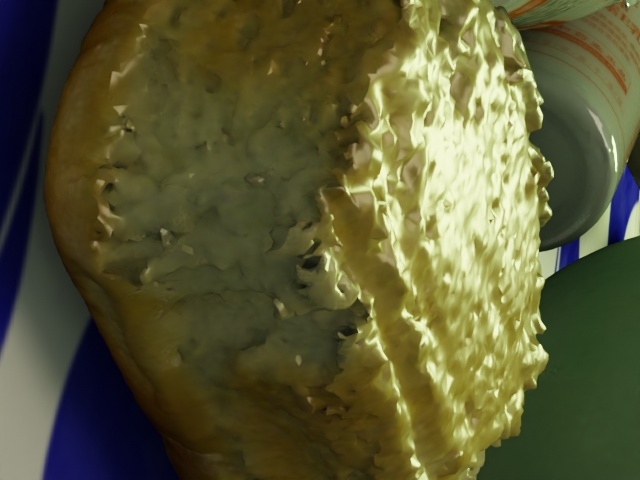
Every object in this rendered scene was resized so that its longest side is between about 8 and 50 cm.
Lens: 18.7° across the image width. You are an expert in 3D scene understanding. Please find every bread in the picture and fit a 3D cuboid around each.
[{"bbox_3d":[0.000,0.000,0.636,0.245,0.121,0.174,71,38,-53],"label":"bread"}]

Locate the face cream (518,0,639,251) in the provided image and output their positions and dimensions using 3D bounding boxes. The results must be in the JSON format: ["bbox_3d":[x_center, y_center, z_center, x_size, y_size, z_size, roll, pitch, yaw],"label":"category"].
[{"bbox_3d":[0.125,-0.096,0.985,0.251,0.101,0.101,-57,144,-53],"label":"face cream"}]

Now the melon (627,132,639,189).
[{"bbox_3d":[0.291,-0.143,1.247,0.223,0.223,0.316,-20,108,-68],"label":"melon"}]

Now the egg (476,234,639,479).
[{"bbox_3d":[0.160,0.157,0.858,0.389,0.276,0.276,-69,153,-46],"label":"egg"}]

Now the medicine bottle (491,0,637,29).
[{"bbox_3d":[0.075,-0.154,0.784,0.252,0.145,0.144,-21,112,-66],"label":"medicine bottle"}]
